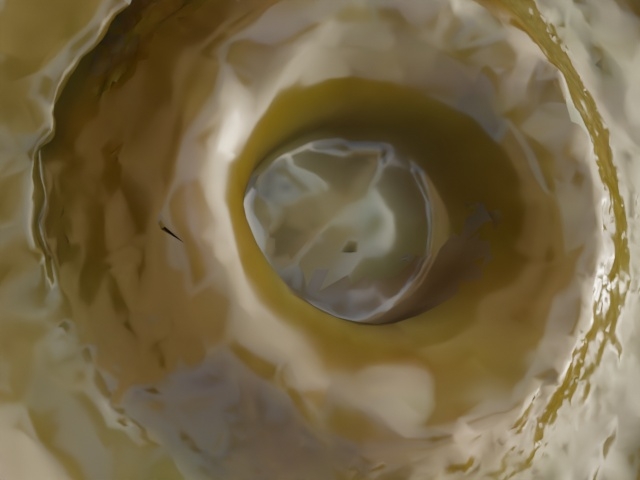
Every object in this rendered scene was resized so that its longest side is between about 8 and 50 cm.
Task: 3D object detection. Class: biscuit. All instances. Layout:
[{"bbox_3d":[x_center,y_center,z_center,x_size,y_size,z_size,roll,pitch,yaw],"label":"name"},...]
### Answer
[{"bbox_3d":[0.000,0.000,0.455,0.296,0.296,0.102,-48,-174,-21],"label":"biscuit"}]
